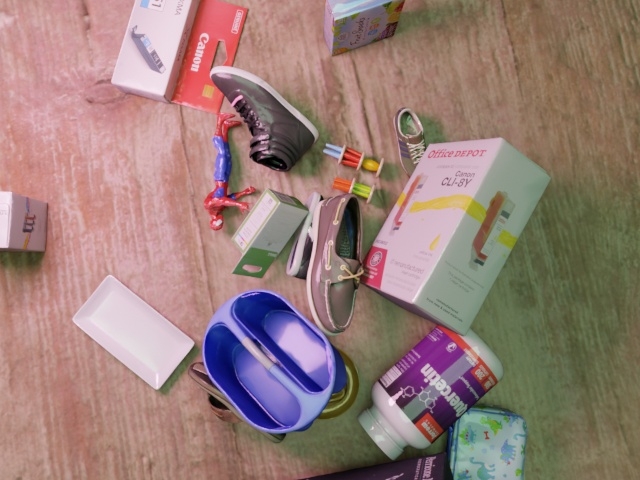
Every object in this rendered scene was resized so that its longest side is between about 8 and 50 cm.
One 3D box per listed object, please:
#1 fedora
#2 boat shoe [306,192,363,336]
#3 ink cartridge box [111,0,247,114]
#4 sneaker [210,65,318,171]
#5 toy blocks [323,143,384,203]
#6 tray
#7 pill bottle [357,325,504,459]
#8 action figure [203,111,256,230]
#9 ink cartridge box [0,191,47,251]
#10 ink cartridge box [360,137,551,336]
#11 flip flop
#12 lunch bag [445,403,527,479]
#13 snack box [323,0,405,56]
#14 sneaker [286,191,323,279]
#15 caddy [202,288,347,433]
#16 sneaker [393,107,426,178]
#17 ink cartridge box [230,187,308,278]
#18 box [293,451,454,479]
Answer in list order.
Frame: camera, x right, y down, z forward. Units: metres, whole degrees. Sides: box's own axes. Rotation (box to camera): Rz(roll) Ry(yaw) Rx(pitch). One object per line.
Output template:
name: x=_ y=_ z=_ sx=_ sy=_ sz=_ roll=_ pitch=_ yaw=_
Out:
fedora: x=0.000 y=0.336 z=1.336 sx=0.194 sy=0.079 sz=0.194 roll=0 pitch=85 yaw=-1
boat shoe: x=0.044 y=0.050 z=1.279 sx=0.117 sy=0.097 sz=0.324 roll=18 pitch=66 yaw=-38
ink cartridge box: x=-0.347 y=-0.489 z=1.412 sx=0.261 sy=0.066 sz=0.296 roll=14 pitch=85 yaw=2
sneaker: x=-0.150 y=-0.275 z=1.325 sx=0.296 sy=0.104 sz=0.147 roll=35 pitch=64 yaw=-19
toy blocks: x=0.068 y=-0.169 z=1.392 sx=0.148 sy=0.054 sz=0.123 roll=20 pitch=85 yaw=1
tray: x=-0.447 y=0.219 z=1.368 sx=0.270 sy=0.030 sz=0.145 roll=38 pitch=87 yaw=3
pill bottle: x=0.243 y=0.339 z=1.286 sx=0.323 sy=0.181 sz=0.181 roll=-42 pitch=87 yaw=-4
action figure: x=-0.203 y=-0.158 z=1.369 sx=0.139 sy=0.091 sz=0.280 roll=8 pitch=85 yaw=10
ink cartridge box: x=-0.737 y=-0.040 z=1.314 sx=0.128 sy=0.176 sz=0.127 roll=1 pitch=85 yaw=0
ink cartridge box: x=0.277 y=-0.023 z=1.254 sx=0.160 sy=0.279 sz=0.384 roll=32 pitch=84 yaw=-22
flip flop: x=-0.204 y=0.388 z=1.327 sx=0.277 sy=0.112 sz=0.080 roll=39 pitch=100 yaw=-2
lunch bag: x=0.378 y=0.494 z=1.320 sx=0.176 sy=0.090 sz=0.219 roll=6 pitch=85 yaw=-1
snack box: x=0.098 y=-0.530 z=1.346 sx=0.175 sy=0.207 sz=0.070 roll=-19 pitch=85 yaw=-3
sneaker: x=0.000 y=0.000 z=1.376 sx=0.121 sy=0.079 sz=0.216 roll=21 pitch=74 yaw=-19
caddy: x=-0.104 y=0.262 z=1.243 sx=0.341 sy=0.179 sz=0.241 roll=39 pitch=86 yaw=29
sneaker: x=0.224 y=-0.234 z=1.382 sx=0.064 sy=0.086 sz=0.192 roll=-16 pitch=86 yaw=-2
ink cartridge box: x=-0.132 y=-0.014 z=1.332 sx=0.062 sy=0.109 sz=0.209 roll=46 pitch=108 yaw=33
box: x=0.037 y=0.658 z=1.056 sx=0.472 sy=0.480 sz=0.297 roll=-15 pitch=88 yaw=13
